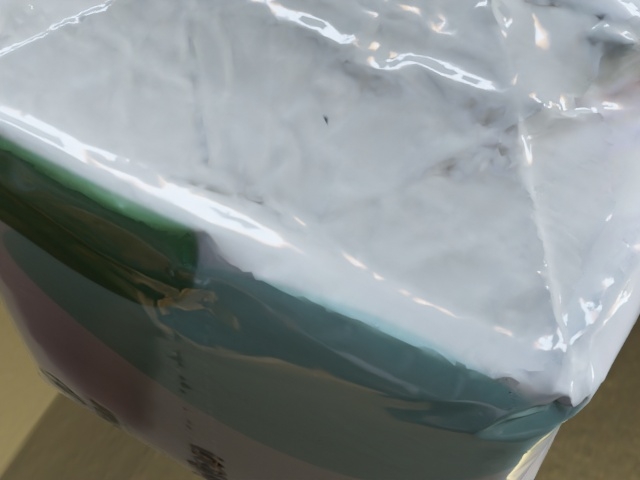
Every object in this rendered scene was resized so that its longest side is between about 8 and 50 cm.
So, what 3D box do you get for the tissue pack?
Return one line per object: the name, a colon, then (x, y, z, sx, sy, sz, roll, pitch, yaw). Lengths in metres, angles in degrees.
tissue pack: (-0.001, 0.001, 0.735, 0.266, 0.194, 0.356, 26, -20, 9)
